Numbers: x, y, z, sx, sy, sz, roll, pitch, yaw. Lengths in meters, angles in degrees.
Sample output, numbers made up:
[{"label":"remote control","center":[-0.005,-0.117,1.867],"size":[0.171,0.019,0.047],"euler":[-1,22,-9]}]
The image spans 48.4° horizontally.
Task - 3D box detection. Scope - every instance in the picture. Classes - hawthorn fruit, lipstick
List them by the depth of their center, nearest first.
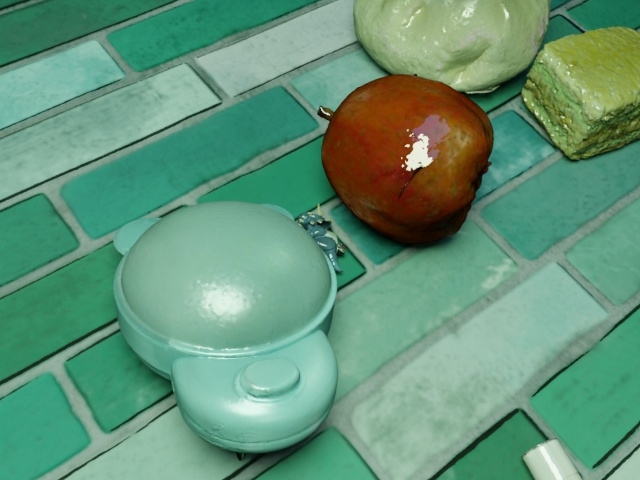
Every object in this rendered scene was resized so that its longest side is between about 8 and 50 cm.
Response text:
[{"label":"lipstick","center":[0.237,0.253,0.648],"size":[0.040,0.040,0.141],"euler":[-17,60,-18]},{"label":"hawthorn fruit","center":[0.085,-0.100,0.780],"size":[0.202,0.185,0.185],"euler":[32,58,14]}]

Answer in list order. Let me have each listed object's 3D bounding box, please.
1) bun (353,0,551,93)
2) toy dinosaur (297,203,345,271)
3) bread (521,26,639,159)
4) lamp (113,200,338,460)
[{"label":"bun","center":[0.180,-0.324,0.957],"size":[0.272,0.168,0.273],"euler":[1,50,-1]},{"label":"toy dinosaur","center":[0.000,0.000,0.792],"size":[0.047,0.030,0.083],"euler":[-11,59,-13]},{"label":"bread","center":[0.375,-0.198,0.934],"size":[0.196,0.102,0.138],"euler":[-21,64,-24]},{"label":"lamp","center":[-0.081,0.066,0.667],"size":[0.209,0.147,0.284],"euler":[-10,59,-17]}]
